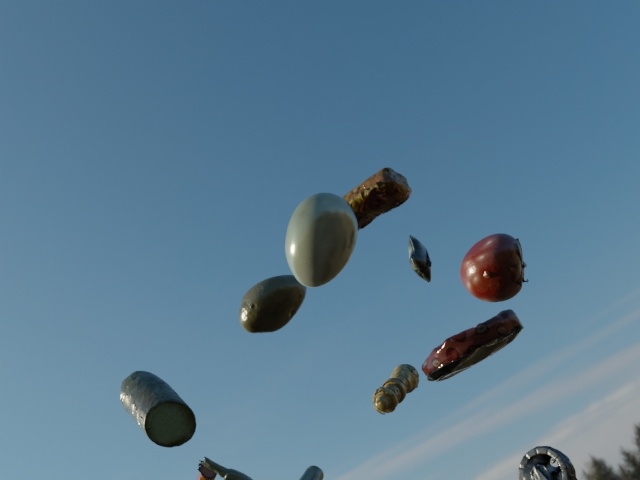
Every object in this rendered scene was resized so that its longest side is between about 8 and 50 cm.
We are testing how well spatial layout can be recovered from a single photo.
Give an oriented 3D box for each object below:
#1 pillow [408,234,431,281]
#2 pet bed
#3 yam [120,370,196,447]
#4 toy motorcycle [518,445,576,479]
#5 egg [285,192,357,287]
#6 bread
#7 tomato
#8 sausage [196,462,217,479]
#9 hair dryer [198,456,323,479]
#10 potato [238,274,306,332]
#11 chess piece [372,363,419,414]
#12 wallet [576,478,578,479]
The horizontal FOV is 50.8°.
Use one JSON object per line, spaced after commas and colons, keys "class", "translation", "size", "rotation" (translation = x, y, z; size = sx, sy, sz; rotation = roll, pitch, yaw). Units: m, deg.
{"class": "pillow", "translation": [0.272, 0.050, 1.860], "size": [0.091, 0.135, 0.055], "rotation": [26, -61, -16]}
{"class": "pet bed", "translation": [0.266, 0.187, 1.177], "size": [0.201, 0.053, 0.201], "rotation": [-25, -18, -9]}
{"class": "yam", "translation": [-0.228, 0.232, 0.934], "size": [0.070, 0.146, 0.069], "rotation": [-7, -77, -32]}
{"class": "toy motorcycle", "translation": [0.370, 0.462, 1.002], "size": [0.108, 0.307, 0.173], "rotation": [25, -67, -38]}
{"class": "egg", "translation": [0.000, 0.000, 1.450], "size": [0.151, 0.151, 0.209], "rotation": [7, -80, -44]}
{"class": "bread", "translation": [0.101, -0.085, 1.735], "size": [0.271, 0.077, 0.139], "rotation": [-32, -30, 26]}
{"class": "tomato", "translation": [0.404, 0.066, 1.578], "size": [0.167, 0.167, 0.167], "rotation": [-20, -31, -13]}
{"class": "sausage", "translation": [-0.272, 0.565, 1.568], "size": [0.050, 0.048, 0.145], "rotation": [2, -43, -20]}
{"class": "hair dryer", "translation": [-0.101, 0.527, 1.479], "size": [0.229, 0.267, 0.092], "rotation": [-13, -40, -54]}
{"class": "potato", "translation": [-0.148, 0.193, 2.072], "size": [0.235, 0.160, 0.178], "rotation": [-32, 8, -20]}
{"class": "chess piece", "translation": [0.139, 0.284, 1.274], "size": [0.060, 0.060, 0.172], "rotation": [-42, -10, 22]}
{"class": "wallet", "translation": [0.555, 0.728, 1.918], "size": [0.318, 0.045, 0.172], "rotation": [-4, -29, -9]}
